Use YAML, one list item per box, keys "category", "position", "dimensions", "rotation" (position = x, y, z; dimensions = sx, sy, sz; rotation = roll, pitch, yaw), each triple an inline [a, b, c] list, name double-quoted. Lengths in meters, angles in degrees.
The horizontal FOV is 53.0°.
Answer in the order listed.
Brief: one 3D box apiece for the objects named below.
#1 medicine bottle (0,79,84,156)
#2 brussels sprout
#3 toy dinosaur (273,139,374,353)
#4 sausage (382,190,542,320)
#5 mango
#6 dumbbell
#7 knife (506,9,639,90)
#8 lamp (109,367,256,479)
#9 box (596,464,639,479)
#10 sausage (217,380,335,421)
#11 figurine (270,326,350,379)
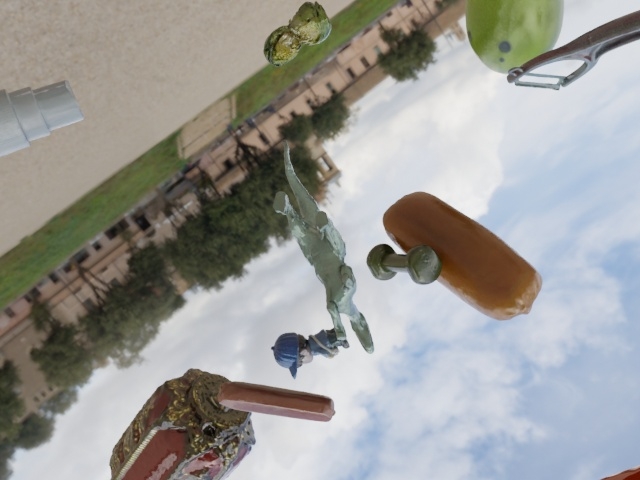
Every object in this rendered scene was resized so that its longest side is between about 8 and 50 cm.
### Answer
- category: "medicine bottle"
  position: [-0.426, -0.089, 0.664]
  dimensions: [0.352, 0.110, 0.110]
  rotation: [-24, -170, -14]
- category: "brussels sprout"
  position: [-0.028, -0.234, 0.727]
  dimensions: [0.083, 0.046, 0.051]
  rotation: [-28, -166, 12]
- category: "toy dinosaur"
  position: [0.000, 0.000, 0.733]
  dimensions: [0.053, 0.167, 0.242]
  rotation: [-26, -121, 5]
- category: "sausage"
  position: [0.183, 0.017, 0.842]
  dimensions: [0.098, 0.098, 0.238]
  rotation: [-40, -127, -13]
- category: "mango"
  position: [0.307, -0.386, 1.006]
  dimensions: [0.143, 0.175, 0.293]
  rotation: [-29, 153, -7]
- category: "dumbbell"
  position: [0.106, 0.030, 0.835]
  dimensions: [0.046, 0.052, 0.118]
  rotation: [-39, -165, -20]
- category: "knife"
  position: [0.343, -0.227, 0.719]
  dimensions: [0.123, 0.053, 0.278]
  rotation: [-9, -179, -30]
- category: "lamp"
  position: [-0.215, 0.320, 0.988]
  dimensions: [0.274, 0.177, 0.177]
  rotation: [-52, -176, 29]
- category: "box"
  position: [0.158, 0.328, 0.294]
  dimensions: [0.349, 0.318, 0.257]
  rotation: [-17, -175, -2]
- category: "sausage"
  position: [-0.049, 0.193, 0.765]
  dimensions: [0.030, 0.147, 0.035]
  rotation: [-93, -160, -46]
- category: "figurine"
  position: [-0.020, 0.213, 1.276]
  dimensions: [0.149, 0.087, 0.086]
  rotation: [-21, -154, -3]
